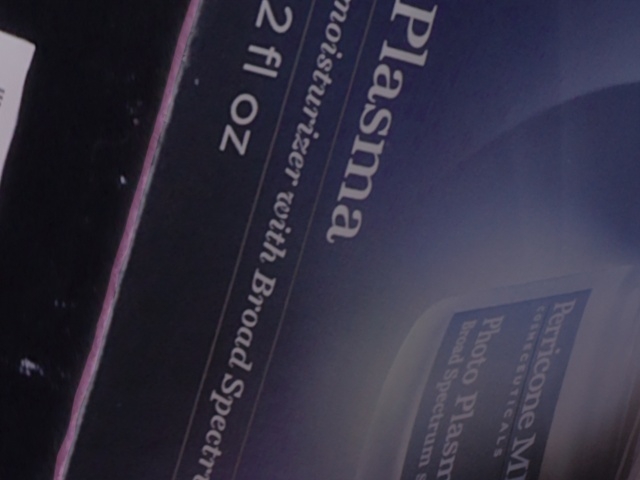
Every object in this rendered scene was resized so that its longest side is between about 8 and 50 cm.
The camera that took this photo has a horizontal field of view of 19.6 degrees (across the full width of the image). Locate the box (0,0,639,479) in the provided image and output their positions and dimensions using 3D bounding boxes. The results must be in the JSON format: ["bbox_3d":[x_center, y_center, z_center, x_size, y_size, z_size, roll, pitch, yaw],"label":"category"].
[{"bbox_3d":[0.000,0.000,0.547,0.183,0.294,0.296,24,101,42],"label":"box"}]
